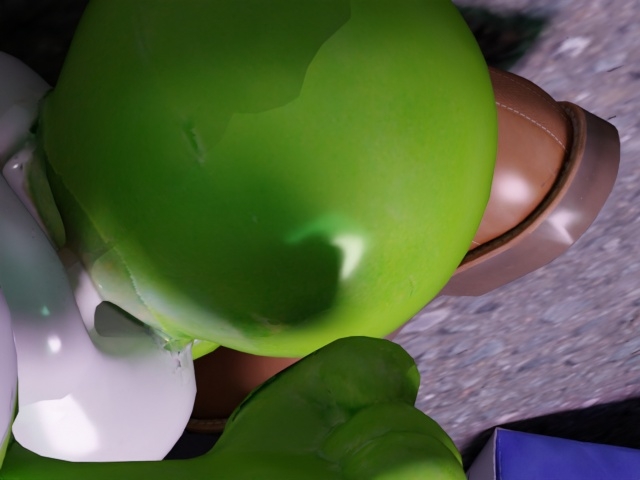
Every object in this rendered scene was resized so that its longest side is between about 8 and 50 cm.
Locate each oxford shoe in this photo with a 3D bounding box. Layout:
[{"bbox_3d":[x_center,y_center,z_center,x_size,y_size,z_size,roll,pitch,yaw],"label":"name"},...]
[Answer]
[{"bbox_3d":[0.000,0.000,0.651,0.076,0.076,0.212,30,133,-25],"label":"oxford shoe"}]

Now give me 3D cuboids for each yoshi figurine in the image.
[{"bbox_3d":[-0.069,0.003,0.391,0.203,0.203,0.362,10,-163,17],"label":"yoshi figurine"}]

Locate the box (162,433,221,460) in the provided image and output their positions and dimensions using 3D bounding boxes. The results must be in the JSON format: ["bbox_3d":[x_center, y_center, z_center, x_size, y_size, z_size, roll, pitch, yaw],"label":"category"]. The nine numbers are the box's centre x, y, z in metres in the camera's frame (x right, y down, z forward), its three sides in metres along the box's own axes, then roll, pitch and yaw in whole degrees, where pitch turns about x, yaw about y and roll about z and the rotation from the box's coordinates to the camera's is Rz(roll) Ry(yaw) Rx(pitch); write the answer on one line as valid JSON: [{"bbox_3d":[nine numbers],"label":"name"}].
[{"bbox_3d":[-0.074,0.152,0.669,0.158,0.093,0.156,4,125,-13],"label":"box"}]

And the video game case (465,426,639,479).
[{"bbox_3d":[0.188,0.207,1.110,0.269,0.061,0.244,10,144,-12],"label":"video game case"}]
